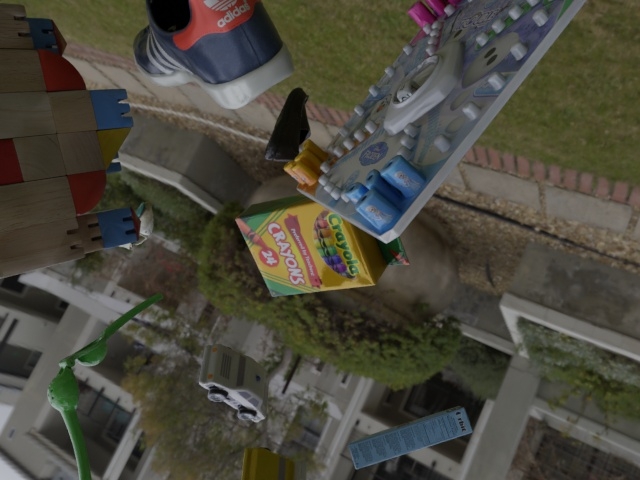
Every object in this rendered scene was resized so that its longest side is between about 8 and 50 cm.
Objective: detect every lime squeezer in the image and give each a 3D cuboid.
[{"bbox_3d":[-0.326,0.193,0.850,0.110,0.310,0.059,22,147,-16],"label":"lime squeezer"}]

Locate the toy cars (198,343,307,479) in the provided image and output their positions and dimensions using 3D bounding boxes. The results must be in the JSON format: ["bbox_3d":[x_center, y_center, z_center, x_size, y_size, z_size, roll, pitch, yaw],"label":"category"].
[{"bbox_3d":[-0.103,0.362,1.101,0.087,0.393,0.176,-19,-175,22],"label":"toy cars"}]

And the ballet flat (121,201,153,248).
[{"bbox_3d":[-0.350,-0.027,1.120,0.052,0.057,0.168,31,145,-26],"label":"ballet flat"}]

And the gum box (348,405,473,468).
[{"bbox_3d":[0.146,0.314,0.937,0.184,0.041,0.157,-19,162,5],"label":"gum box"}]

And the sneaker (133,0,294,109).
[{"bbox_3d":[-0.160,-0.269,0.694,0.350,0.131,0.148,28,154,49],"label":"sneaker"}]

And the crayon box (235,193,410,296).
[{"bbox_3d":[0.000,0.000,1.191,0.318,0.081,0.202,-11,113,33],"label":"crayon box"}]

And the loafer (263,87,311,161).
[{"bbox_3d":[-0.059,-0.242,1.259,0.078,0.220,0.080,24,144,-10],"label":"loafer"}]

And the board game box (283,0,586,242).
[{"bbox_3d":[0.120,-0.202,0.731,0.050,0.390,0.390,38,180,-20],"label":"board game box"}]

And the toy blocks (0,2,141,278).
[{"bbox_3d":[-0.340,-0.115,0.676,0.191,0.381,0.261,-3,-169,44],"label":"toy blocks"}]
